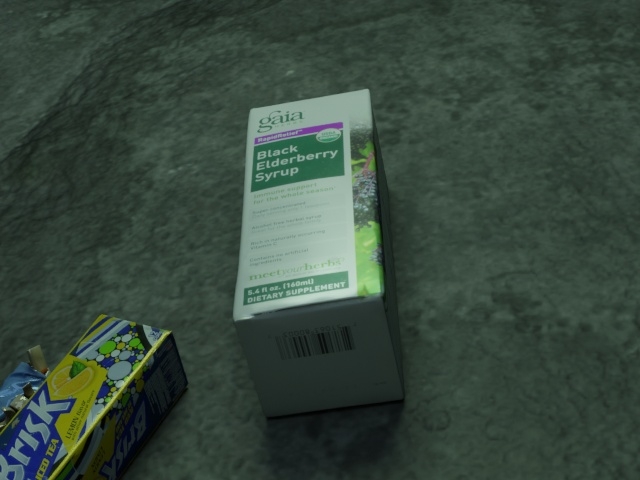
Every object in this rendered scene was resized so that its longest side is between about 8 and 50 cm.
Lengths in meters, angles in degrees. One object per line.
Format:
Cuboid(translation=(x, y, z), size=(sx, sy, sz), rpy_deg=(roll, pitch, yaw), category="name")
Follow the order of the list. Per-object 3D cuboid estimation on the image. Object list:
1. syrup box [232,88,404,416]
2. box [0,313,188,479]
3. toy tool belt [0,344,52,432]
Cuboid(translation=(0.000, 0.000, 0.798), size=(0.093, 0.096, 0.236), rpy_deg=(-9, 39, 7), category="syrup box")
Cuboid(translation=(-0.154, 0.124, 0.721), size=(0.059, 0.054, 0.169), rpy_deg=(11, 43, 27), category="box")
Cuboid(translation=(-0.201, 0.111, 0.754), size=(0.052, 0.051, 0.083), rpy_deg=(11, 45, 28), category="toy tool belt")
